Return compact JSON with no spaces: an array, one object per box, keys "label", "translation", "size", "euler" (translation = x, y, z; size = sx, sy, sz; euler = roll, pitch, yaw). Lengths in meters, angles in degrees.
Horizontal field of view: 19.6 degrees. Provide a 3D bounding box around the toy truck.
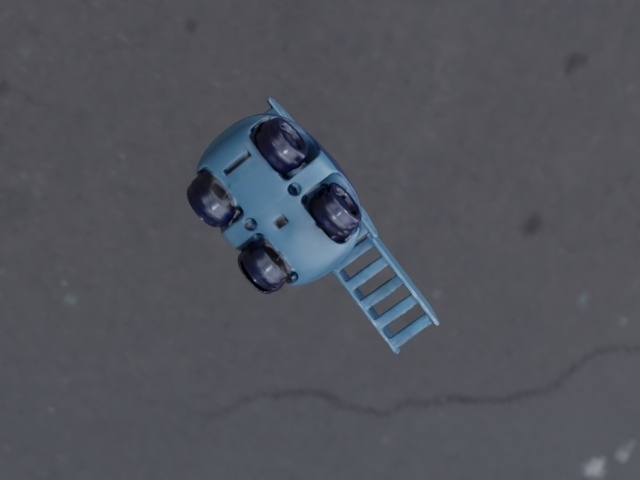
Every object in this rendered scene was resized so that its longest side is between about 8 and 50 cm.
[{"label":"toy truck","translation":[0.000,0.000,0.863],"size":[0.063,0.136,0.074],"euler":[-35,-176,18]}]
